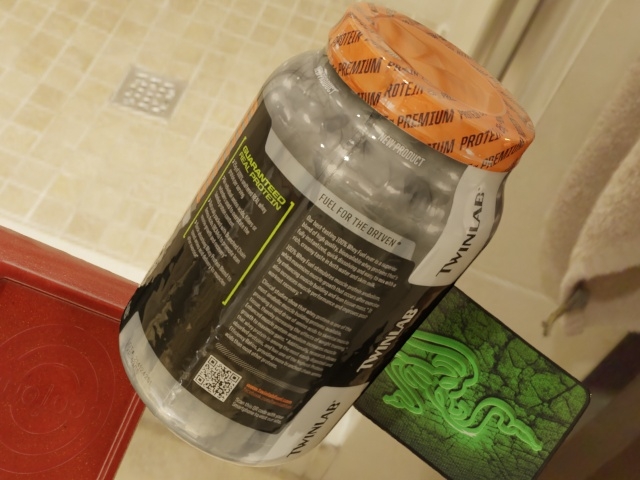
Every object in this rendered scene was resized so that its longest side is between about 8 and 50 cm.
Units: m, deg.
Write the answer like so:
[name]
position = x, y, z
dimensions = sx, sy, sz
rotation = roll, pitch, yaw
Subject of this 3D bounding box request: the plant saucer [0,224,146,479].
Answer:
[plant saucer]
position = -0.261, 0.141, 0.840
dimensions = 0.258, 0.047, 0.259
rotation = 29, 82, -41

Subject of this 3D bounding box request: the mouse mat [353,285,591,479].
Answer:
[mouse mat]
position = 0.143, 0.149, 0.865
dimensions = 0.189, 0.007, 0.153
rotation = 37, 83, 4

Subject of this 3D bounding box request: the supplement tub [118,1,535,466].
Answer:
[supplement tub]
position = 0.000, 0.000, 0.670
dimensions = 0.193, 0.316, 0.194
rotation = 27, 29, -17
